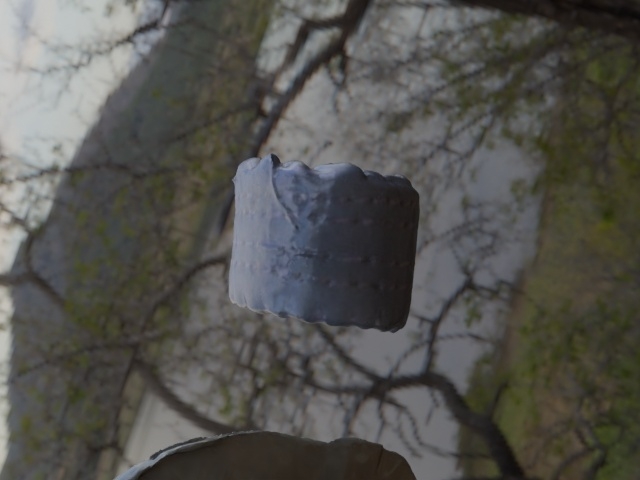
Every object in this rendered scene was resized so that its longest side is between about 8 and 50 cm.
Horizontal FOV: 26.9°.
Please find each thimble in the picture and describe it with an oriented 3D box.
[{"bbox_3d":[0.003,0.000,0.975,0.151,0.127,0.118,9,93,60],"label":"thimble"}]

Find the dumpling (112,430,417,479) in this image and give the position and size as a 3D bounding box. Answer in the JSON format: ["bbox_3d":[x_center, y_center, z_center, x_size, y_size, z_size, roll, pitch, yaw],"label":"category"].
[{"bbox_3d":[-0.081,0.240,0.789,0.181,0.341,0.260,61,176,45],"label":"dumpling"}]
